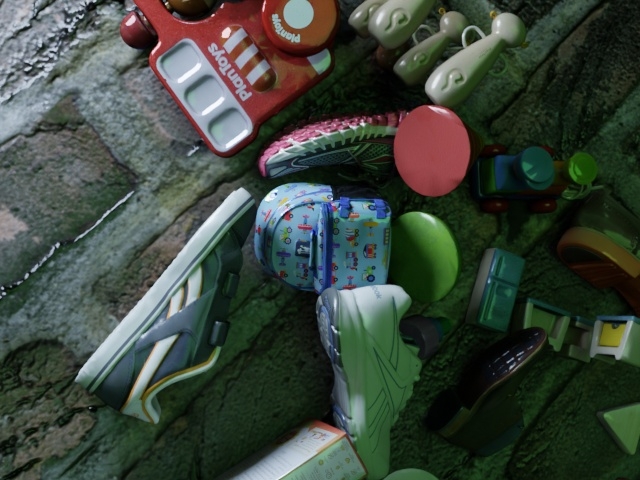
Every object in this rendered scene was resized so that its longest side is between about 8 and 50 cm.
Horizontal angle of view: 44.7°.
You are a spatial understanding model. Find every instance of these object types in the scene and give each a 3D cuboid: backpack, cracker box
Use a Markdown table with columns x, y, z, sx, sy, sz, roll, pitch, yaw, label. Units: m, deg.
| x | y | z | sx | sy | sz | roll | pitch | yaw | label |
| --- | --- | --- | --- | --- | --- | --- | --- | --- | --- |
| 0.000 | 0.000 | 1.056 | 0.173 | 0.117 | 0.158 | 4 | 107 | -11 | backpack |
| -0.071 | 0.322 | 0.994 | 0.232 | 0.155 | 0.067 | -29 | 95 | -18 | cracker box |

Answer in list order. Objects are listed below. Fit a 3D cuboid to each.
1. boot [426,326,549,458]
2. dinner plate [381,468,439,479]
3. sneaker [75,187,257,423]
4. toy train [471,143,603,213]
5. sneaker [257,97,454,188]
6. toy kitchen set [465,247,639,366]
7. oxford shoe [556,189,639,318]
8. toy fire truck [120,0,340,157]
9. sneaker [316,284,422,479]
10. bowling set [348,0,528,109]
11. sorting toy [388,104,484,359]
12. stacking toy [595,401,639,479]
| x | y | z | sx | sy | sz | roll | pitch | yaw | label |
| --- | --- | --- | --- | --- | --- | --- | --- | --- | --- |
| 0.266 | 0.223 | 1.133 | 0.106 | 0.082 | 0.219 | 40 | 105 | -21 | boot |
| 0.131 | 0.403 | 1.125 | 0.141 | 0.017 | 0.141 | 2 | 84 | -19 | dinner plate |
| -0.164 | 0.087 | 1.006 | 0.127 | 0.126 | 0.321 | 39 | 86 | -6 | sneaker |
| 0.368 | -0.100 | 1.181 | 0.248 | 0.143 | 0.105 | 0 | 85 | -18 | toy train |
| 0.059 | -0.125 | 1.103 | 0.299 | 0.121 | 0.112 | -11 | 108 | -13 | sneaker |
| 0.354 | 0.096 | 1.146 | 0.207 | 0.166 | 0.122 | 20 | 79 | -15 | toy kitchen set |
| 0.552 | 0.056 | 1.238 | 0.363 | 0.130 | 0.133 | 36 | 69 | -12 | oxford shoe |
| -0.127 | -0.296 | 1.045 | 0.254 | 0.169 | 0.302 | -37 | 96 | 1 | toy fire truck |
| 0.077 | 0.194 | 1.037 | 0.129 | 0.111 | 0.297 | -12 | 115 | -13 | sneaker |
| 0.131 | -0.320 | 1.085 | 0.154 | 0.200 | 0.287 | -43 | 95 | 4 | bowling set |
| 0.175 | -0.010 | 1.096 | 0.126 | 0.127 | 0.366 | -16 | 117 | -45 | sorting toy |
| 0.603 | 0.354 | 1.221 | 0.309 | 0.130 | 0.280 | -19 | 91 | -19 | stacking toy |
